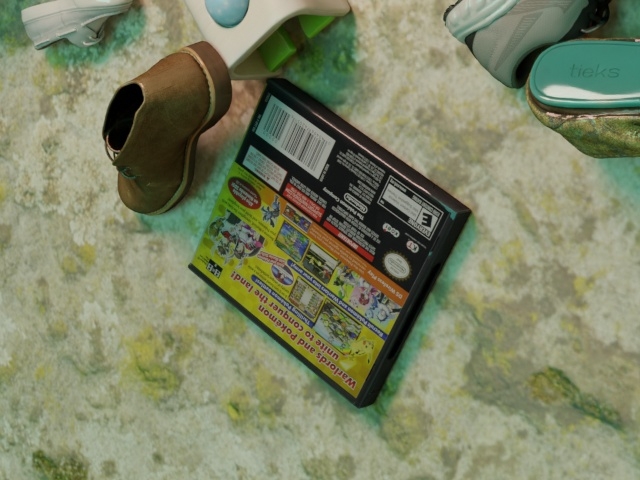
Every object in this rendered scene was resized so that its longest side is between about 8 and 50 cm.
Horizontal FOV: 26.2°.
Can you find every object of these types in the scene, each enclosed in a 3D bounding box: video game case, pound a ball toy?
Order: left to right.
[{"bbox_3d":[-0.090,-0.356,1.432,0.208,0.136,0.319,-38,73,34],"label":"pound a ball toy"},{"bbox_3d":[0.000,0.000,1.469,0.275,0.035,0.248,37,116,27],"label":"video game case"}]

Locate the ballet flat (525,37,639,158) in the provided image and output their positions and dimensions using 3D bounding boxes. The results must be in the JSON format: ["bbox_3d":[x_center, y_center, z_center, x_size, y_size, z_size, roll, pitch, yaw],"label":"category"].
[{"bbox_3d":[0.342,-0.114,1.150,0.348,0.123,0.123,6,99,37],"label":"ballet flat"}]

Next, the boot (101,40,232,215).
[{"bbox_3d":[-0.197,-0.109,1.505,0.112,0.115,0.305,58,151,13],"label":"boot"}]

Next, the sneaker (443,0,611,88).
[{"bbox_3d":[0.237,-0.239,1.233,0.271,0.100,0.108,-39,84,38],"label":"sneaker"}]

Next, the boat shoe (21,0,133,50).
[{"bbox_3d":[-0.288,-0.261,1.640,0.184,0.066,0.063,-5,106,35],"label":"boat shoe"}]
